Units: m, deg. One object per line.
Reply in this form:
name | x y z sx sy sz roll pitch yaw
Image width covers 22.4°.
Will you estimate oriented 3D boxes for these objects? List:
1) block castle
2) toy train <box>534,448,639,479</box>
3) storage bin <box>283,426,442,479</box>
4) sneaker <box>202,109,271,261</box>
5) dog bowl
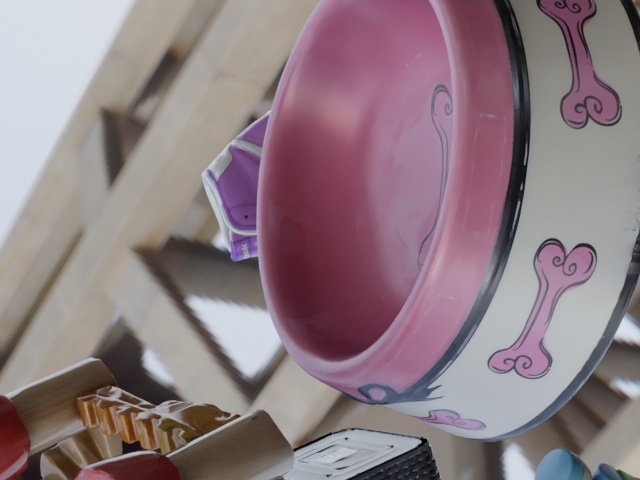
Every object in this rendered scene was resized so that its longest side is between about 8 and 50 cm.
block castle | -0.162 0.337 1.270 0.213 0.453 0.303 -23 -156 -38
toy train | 0.229 0.324 1.613 0.143 0.248 0.105 30 -163 -22
storage bin | 0.028 0.239 1.519 0.122 0.180 0.084 -21 -82 -25
sneaker | 0.000 0.000 1.604 0.161 0.102 0.282 -39 -115 -22
dog bowl | 0.084 -0.049 1.284 0.150 0.408 0.408 8 -145 -25
